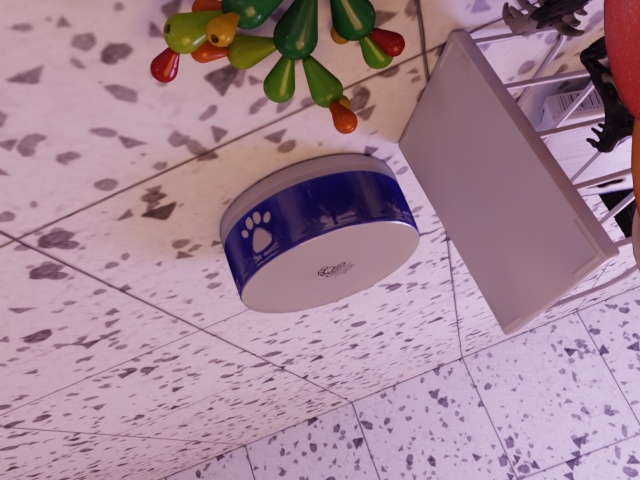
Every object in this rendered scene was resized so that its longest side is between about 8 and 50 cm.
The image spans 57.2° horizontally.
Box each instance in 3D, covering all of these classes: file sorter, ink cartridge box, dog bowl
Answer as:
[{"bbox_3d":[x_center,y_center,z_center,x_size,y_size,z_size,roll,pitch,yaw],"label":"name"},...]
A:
[{"bbox_3d":[0.246,-0.076,0.660,0.173,0.278,0.193,-16,156,-20],"label":"file sorter"},{"bbox_3d":[0.414,-0.138,0.826,0.223,0.045,0.224,-9,153,6],"label":"ink cartridge box"},{"bbox_3d":[0.000,0.000,0.821,0.265,0.104,0.265,-18,155,-8],"label":"dog bowl"}]

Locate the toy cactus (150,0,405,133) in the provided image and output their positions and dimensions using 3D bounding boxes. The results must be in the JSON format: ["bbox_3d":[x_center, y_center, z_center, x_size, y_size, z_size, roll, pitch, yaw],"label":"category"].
[{"bbox_3d":[-0.014,-0.178,0.464,0.219,0.112,0.180,2,138,-26],"label":"toy cactus"}]

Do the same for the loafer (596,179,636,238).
[{"bbox_3d":[0.591,-0.104,1.040,0.130,0.134,0.366,-25,156,10],"label":"loafer"}]

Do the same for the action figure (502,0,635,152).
[{"bbox_3d":[0.241,-0.218,0.498,0.164,0.141,0.276,-30,116,-8],"label":"action figure"}]

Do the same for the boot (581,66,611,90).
[{"bbox_3d":[0.381,-0.192,0.811,0.106,0.037,0.114,11,141,-41],"label":"boot"}]

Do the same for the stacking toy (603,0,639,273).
[{"bbox_3d":[0.247,-0.193,0.275,0.350,0.350,0.480,-32,111,23],"label":"stacking toy"}]
